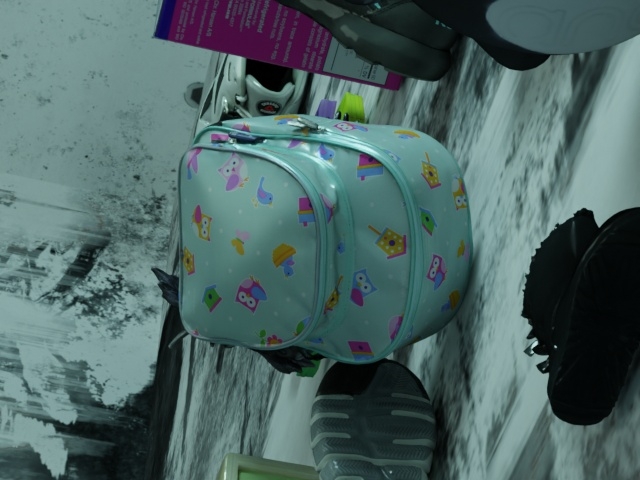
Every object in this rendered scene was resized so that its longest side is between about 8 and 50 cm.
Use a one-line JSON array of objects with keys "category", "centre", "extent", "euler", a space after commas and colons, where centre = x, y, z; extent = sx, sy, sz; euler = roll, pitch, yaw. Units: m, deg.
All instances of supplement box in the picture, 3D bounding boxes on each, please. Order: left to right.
[{"category": "supplement box", "centre": [-0.024, -0.221, 1.399], "extent": [0.111, 0.220, 0.114], "euler": [-94, 19, -58]}]

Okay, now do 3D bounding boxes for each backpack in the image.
[{"category": "backpack", "centre": [0.000, 0.000, 1.061], "extent": [0.144, 0.188, 0.166], "euler": [-13, -73, -60]}]

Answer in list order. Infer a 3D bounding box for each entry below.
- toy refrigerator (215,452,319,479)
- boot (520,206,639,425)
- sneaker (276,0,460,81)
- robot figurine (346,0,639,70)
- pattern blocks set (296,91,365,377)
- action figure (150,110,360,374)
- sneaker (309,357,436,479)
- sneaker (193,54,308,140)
[{"category": "toy refrigerator", "centre": [-0.042, 0.303, 1.254], "extent": [0.094, 0.102, 0.269], "euler": [111, 167, -45]}, {"category": "boot", "centre": [0.129, 0.018, 0.756], "extent": [0.099, 0.045, 0.121], "euler": [-89, 13, -60]}, {"category": "sneaker", "centre": [0.001, -0.222, 1.245], "extent": [0.106, 0.267, 0.101], "euler": [-66, -17, 17]}, {"category": "robot figurine", "centre": [0.103, -0.193, 0.683], "extent": [0.278, 0.174, 0.209], "euler": [98, -176, -64]}, {"category": "pattern blocks set", "centre": [0.001, -0.013, 1.588], "extent": [0.325, 0.026, 0.285], "euler": [-90, 14, -50]}, {"category": "action figure", "centre": [-0.022, 0.011, 1.281], "extent": [0.276, 0.164, 0.141], "euler": [-38, 20, 49]}, {"category": "sneaker", "centre": [0.025, 0.190, 1.048], "extent": [0.228, 0.086, 0.132], "euler": [-92, 14, -51]}, {"category": "sneaker", "centre": [-0.084, -0.166, 1.982], "extent": [0.146, 0.122, 0.330], "euler": [-99, 21, -69]}]
